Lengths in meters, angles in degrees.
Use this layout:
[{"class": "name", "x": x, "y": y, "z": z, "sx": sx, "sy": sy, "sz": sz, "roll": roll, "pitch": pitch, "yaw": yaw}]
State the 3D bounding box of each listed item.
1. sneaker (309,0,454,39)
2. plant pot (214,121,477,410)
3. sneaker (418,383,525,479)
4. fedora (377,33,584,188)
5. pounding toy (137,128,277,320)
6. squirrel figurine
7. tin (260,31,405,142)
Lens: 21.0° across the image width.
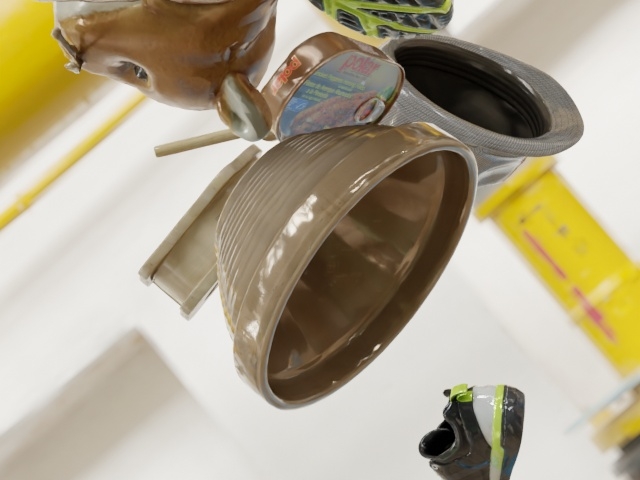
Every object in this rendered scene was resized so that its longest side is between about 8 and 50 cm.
[{"class": "sneaker", "x": -0.020, "y": -0.320, "z": 1.533, "sx": 0.145, "sy": 0.147, "sz": 0.385, "roll": -10, "pitch": -29, "yaw": 38}, {"class": "plant pot", "x": 0.000, "y": 0.000, "z": 1.269, "sx": 0.237, "sy": 0.110, "sz": 0.237, "roll": -41, "pitch": -27, "yaw": -27}, {"class": "sneaker", "x": 0.147, "y": 0.217, "z": 1.768, "sx": 0.234, "sy": 0.097, "sz": 0.084, "roll": 96, "pitch": -179, "yaw": -46}, {"class": "fedora", "x": 0.170, "y": -0.142, "z": 2.110, "sx": 0.275, "sy": 0.243, "sz": 0.124, "roll": 9, "pitch": -54, "yaw": -26}, {"class": "pounding toy", "x": -0.127, "y": -0.051, "z": 1.996, "sx": 0.269, "sy": 0.155, "sz": 0.154, "roll": -50, "pitch": -2, "yaw": 11}, {"class": "squirrel figurine", "x": -0.037, "y": -0.242, "z": 1.207, "sx": 0.397, "sy": 0.281, "sz": 0.370, "roll": -12, "pitch": -36, "yaw": -10}, {"class": "tin", "x": 0.010, "y": -0.131, "z": 1.531, "sx": 0.106, "sy": 0.040, "sz": 0.190, "roll": -47, "pitch": -20, "yaw": 15}]
